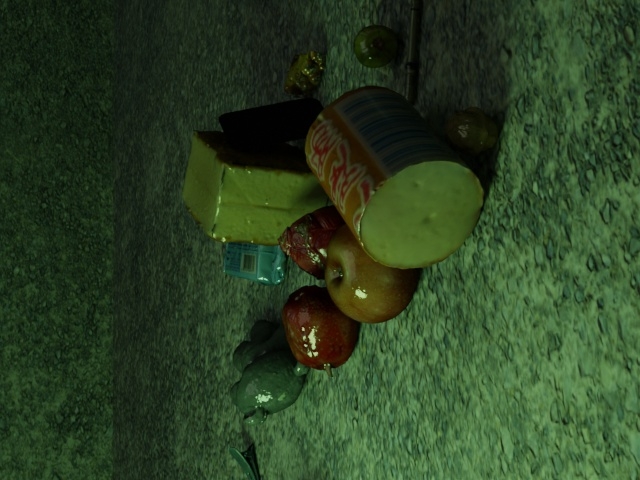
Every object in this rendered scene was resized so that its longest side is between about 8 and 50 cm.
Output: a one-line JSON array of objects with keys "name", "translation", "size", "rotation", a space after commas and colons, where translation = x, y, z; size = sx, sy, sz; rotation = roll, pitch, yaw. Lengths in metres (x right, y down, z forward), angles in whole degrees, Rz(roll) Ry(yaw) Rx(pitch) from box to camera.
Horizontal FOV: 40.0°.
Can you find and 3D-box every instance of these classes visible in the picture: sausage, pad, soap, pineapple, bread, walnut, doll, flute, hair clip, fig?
[{"name": "sausage", "translation": [0.124, -0.116, 1.560], "size": [0.287, 0.233, 0.233], "rotation": [58, 136, 48]}, {"name": "pad", "translation": [-0.126, -0.298, 2.100], "size": [0.323, 0.250, 0.055], "rotation": [-131, 31, -63]}, {"name": "soap", "translation": [-0.170, 0.031, 2.292], "size": [0.293, 0.077, 0.156], "rotation": [8, 93, 63]}, {"name": "pineapple", "translation": [-0.032, -0.411, 2.115], "size": [0.137, 0.069, 0.116], "rotation": [-49, 38, 37]}, {"name": "bread", "translation": [-0.155, -0.123, 2.065], "size": [0.279, 0.279, 0.207], "rotation": [40, 122, 55]}, {"name": "walnut", "translation": [0.254, -0.184, 1.479], "size": [0.096, 0.079, 0.082], "rotation": [-159, 74, -65]}, {"name": "doll", "translation": [-0.118, 0.311, 2.114], "size": [0.246, 0.158, 0.340], "rotation": [-50, 16, 1]}, {"name": "flute", "translation": [0.180, -0.381, 1.717], "size": [0.027, 0.027, 0.233], "rotation": [2, 88, 63]}, {"name": "hair clip", "translation": [-0.171, 0.630, 2.238], "size": [0.039, 0.070, 0.229], "rotation": [-51, 50, 43]}, {"name": "fig", "translation": [0.095, -0.402, 1.821], "size": [0.166, 0.093, 0.093], "rotation": [26, 109, 63]}]

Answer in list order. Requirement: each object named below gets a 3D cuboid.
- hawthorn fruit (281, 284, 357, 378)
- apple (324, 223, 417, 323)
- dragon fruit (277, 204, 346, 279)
[{"name": "hawthorn fruit", "translation": [-0.005, 0.179, 1.854], "size": [0.173, 0.174, 0.179], "rotation": [36, 117, 60]}, {"name": "apple", "translation": [0.088, 0.058, 1.679], "size": [0.201, 0.162, 0.201], "rotation": [-20, 67, 59]}, {"name": "dragon fruit", "translation": [0.001, 0.002, 1.881], "size": [0.127, 0.161, 0.120], "rotation": [106, 155, -44]}]
